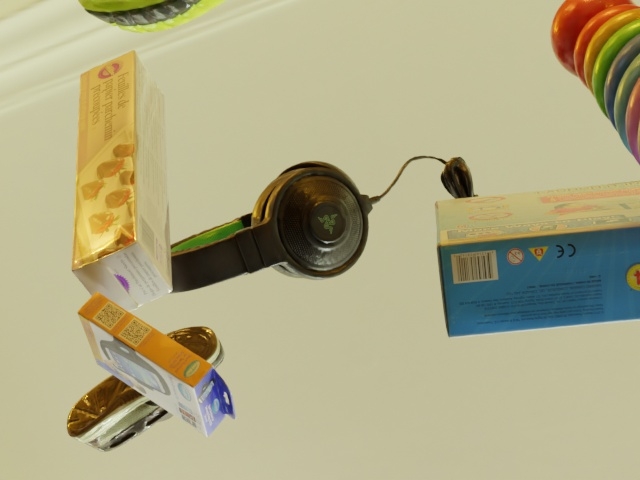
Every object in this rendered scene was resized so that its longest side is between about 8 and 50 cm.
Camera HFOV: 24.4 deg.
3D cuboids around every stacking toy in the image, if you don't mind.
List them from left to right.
[{"bbox_3d":[0.291,-0.148,1.296,0.141,0.330,0.141,-4,-64,-9],"label":"stacking toy"}]

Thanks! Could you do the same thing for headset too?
[{"bbox_3d":[0.000,0.000,1.774,0.394,0.243,0.185,-20,-84,1],"label":"headset"}]

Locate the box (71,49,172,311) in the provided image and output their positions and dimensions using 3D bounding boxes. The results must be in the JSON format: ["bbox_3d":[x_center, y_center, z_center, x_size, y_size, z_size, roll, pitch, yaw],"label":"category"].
[{"bbox_3d":[-0.178,-0.059,1.332,0.063,0.324,0.067,-24,-54,10],"label":"box"}]

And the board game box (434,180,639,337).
[{"bbox_3d":[0.265,0.007,1.412,0.308,0.302,0.086,-6,-82,5],"label":"board game box"}]

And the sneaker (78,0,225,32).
[{"bbox_3d":[-0.016,-0.190,0.729,0.295,0.123,0.109,-5,-31,34],"label":"sneaker"}]

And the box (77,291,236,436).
[{"bbox_3d":[-0.126,0.101,1.158,0.136,0.028,0.081,31,-27,24],"label":"box"}]

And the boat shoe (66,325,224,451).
[{"bbox_3d":[-0.202,0.182,1.786,0.223,0.080,0.073,-33,-47,13],"label":"boat shoe"}]
